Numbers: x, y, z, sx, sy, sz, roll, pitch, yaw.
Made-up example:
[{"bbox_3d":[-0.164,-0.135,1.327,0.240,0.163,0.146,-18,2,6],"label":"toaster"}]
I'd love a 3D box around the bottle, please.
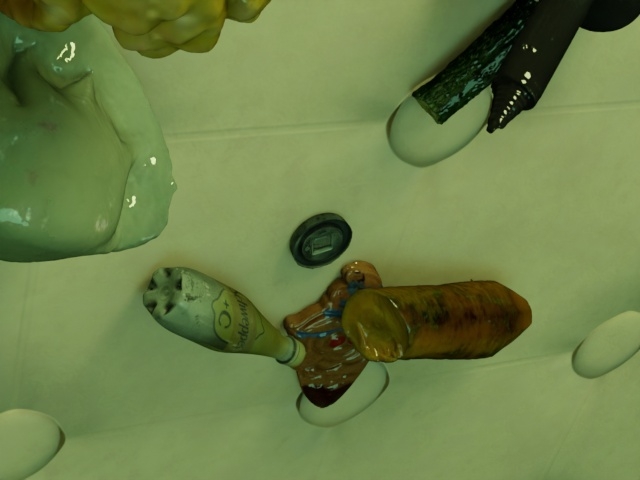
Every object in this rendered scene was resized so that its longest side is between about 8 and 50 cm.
[{"bbox_3d":[-0.111,0.105,1.751,0.083,0.083,0.269,-45,139,15],"label":"bottle"}]

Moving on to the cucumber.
[{"bbox_3d":[0.195,-0.213,1.639,0.187,0.058,0.058,-42,139,12],"label":"cucumber"}]

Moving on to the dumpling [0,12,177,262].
[{"bbox_3d":[-0.319,-0.100,1.338,0.211,0.270,0.320,-20,169,21],"label":"dumpling"}]

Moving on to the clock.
[{"bbox_3d":[0.000,0.000,1.764,0.085,0.017,0.085,-18,138,-17],"label":"clock"}]

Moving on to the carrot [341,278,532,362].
[{"bbox_3d":[0.169,0.111,1.892,0.301,0.114,0.114,-1,132,-44],"label":"carrot"}]

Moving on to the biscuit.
[{"bbox_3d":[0.026,0.138,1.913,0.183,0.043,0.280,-6,131,-24],"label":"biscuit"}]

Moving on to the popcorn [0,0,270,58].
[{"bbox_3d":[-0.166,-0.325,1.132,0.381,0.349,0.349,-1,147,24],"label":"popcorn"}]

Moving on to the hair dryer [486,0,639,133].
[{"bbox_3d":[0.258,-0.232,1.508,0.352,0.107,0.189,-58,150,-26],"label":"hair dryer"}]
